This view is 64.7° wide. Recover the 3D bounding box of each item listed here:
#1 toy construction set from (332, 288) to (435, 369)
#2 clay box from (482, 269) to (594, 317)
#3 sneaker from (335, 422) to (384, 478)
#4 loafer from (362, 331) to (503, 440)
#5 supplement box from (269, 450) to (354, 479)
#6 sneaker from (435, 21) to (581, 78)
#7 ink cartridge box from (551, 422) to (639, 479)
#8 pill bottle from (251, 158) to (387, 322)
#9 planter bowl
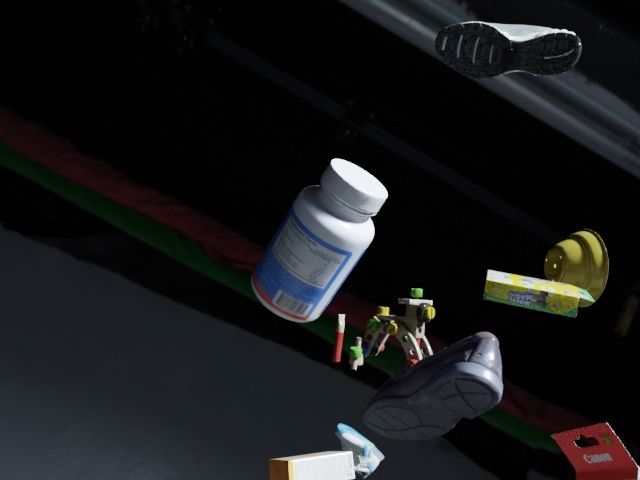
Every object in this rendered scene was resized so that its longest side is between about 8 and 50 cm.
[{"bbox_3d":[0.196,0.249,1.489,0.308,0.237,0.257,5,3,-19],"label":"toy construction set"},{"bbox_3d":[0.488,0.121,1.149,0.222,0.127,0.053,12,-79,18],"label":"clay box"},{"bbox_3d":[0.104,0.614,1.469,0.087,0.092,0.229,20,-27,51],"label":"sneaker"},{"bbox_3d":[0.174,0.234,0.790,0.109,0.095,0.302,35,-40,-5],"label":"loafer"},{"bbox_3d":[-0.012,0.307,0.679,0.098,0.036,0.062,5,-22,-29],"label":"supplement box"},{"bbox_3d":[0.361,-0.380,1.002,0.271,0.108,0.100,5,-58,0],"label":"sneaker"},{"bbox_3d":[0.396,0.352,0.695,0.179,0.045,0.145,59,-20,20],"label":"ink cartridge box"},{"bbox_3d":[0.000,0.000,0.726,0.124,0.124,0.221,30,-66,-7],"label":"pill bottle"},{"bbox_3d":[0.684,0.073,1.398,0.090,0.217,0.217,4,-35,-6],"label":"planter bowl"}]
